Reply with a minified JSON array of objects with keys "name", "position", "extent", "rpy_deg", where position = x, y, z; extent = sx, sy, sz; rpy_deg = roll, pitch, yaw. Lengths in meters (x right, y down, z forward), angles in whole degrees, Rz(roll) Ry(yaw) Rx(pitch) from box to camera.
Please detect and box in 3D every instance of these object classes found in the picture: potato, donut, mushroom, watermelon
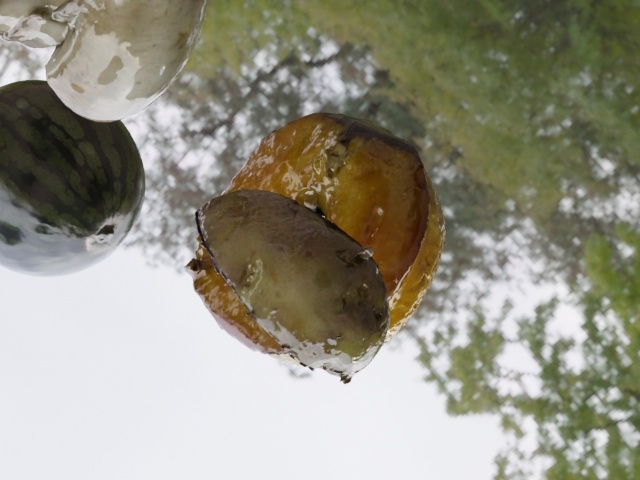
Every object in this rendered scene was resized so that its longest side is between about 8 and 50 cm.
[{"name":"potato","position":[-0.011,0.016,0.800],"extent":[0.172,0.089,0.100],"rpy_deg":[46,-165,1]},{"name":"donut","position":[-0.002,0.000,1.001],"extent":[0.118,0.253,0.253],"rpy_deg":[40,-155,-39]},{"name":"mushroom","position":[-0.197,-0.243,0.922],"extent":[0.195,0.189,0.253],"rpy_deg":[-12,-118,-53]},{"name":"watermelon","position":[-0.290,-0.063,1.177],"extent":[0.212,0.212,0.212],"rpy_deg":[32,-149,-22]}]
